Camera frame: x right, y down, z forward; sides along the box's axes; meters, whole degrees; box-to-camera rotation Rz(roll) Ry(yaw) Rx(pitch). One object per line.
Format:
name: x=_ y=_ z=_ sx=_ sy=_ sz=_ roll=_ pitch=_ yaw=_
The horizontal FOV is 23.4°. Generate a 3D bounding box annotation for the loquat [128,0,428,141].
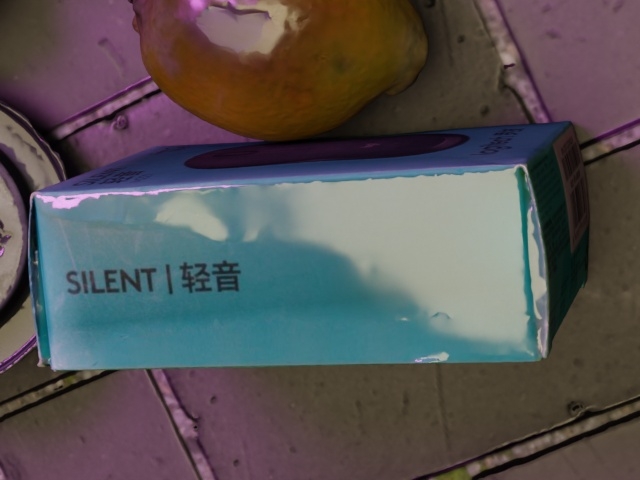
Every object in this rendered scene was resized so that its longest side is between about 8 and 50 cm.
loquat: x=-0.026 y=-0.138 z=0.974 sx=0.195 sy=0.152 sz=0.152 roll=11 pitch=104 yaw=6

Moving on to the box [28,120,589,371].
box: x=0.000 y=0.000 z=0.959 sx=0.311 sy=0.205 sz=0.118 roll=-3 pitch=99 yaw=18

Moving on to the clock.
clock: x=-0.281 y=-0.002 z=1.084 sx=0.226 sy=0.049 sz=0.226 roll=0 pitch=90 yaw=-5
